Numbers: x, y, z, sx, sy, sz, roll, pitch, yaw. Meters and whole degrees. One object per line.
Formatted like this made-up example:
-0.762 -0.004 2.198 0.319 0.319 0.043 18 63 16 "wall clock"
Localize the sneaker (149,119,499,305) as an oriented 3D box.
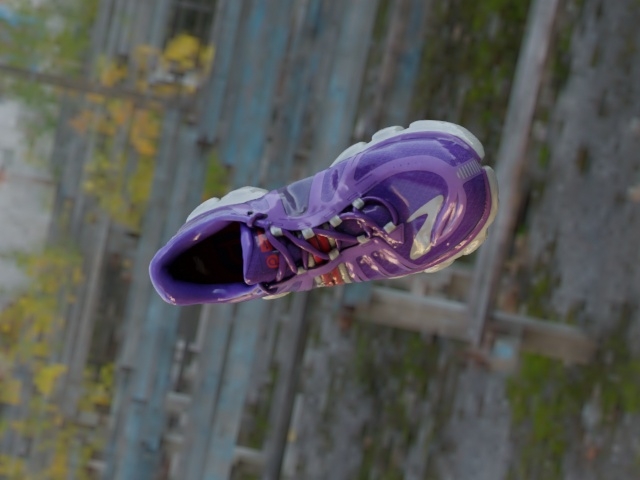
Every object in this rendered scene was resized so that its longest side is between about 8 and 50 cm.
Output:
0.000 0.000 0.830 0.068 0.170 0.071 67 -154 -6 "sneaker"
